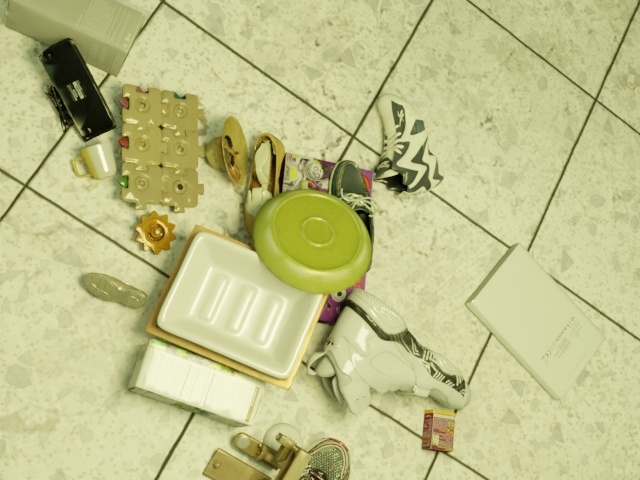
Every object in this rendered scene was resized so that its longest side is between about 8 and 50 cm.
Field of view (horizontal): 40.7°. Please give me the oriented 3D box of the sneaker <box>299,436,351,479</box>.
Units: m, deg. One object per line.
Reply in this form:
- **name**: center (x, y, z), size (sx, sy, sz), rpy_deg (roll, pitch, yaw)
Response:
- **sneaker**: center (-0.035, 0.508, 1.625), size (0.121, 0.112, 0.299), rpy_deg (33, 68, 5)

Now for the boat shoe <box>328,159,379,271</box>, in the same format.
- **boat shoe**: center (0.069, -0.053, 1.789), size (0.095, 0.079, 0.254), rpy_deg (5, 74, -16)

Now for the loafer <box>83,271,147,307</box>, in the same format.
- **loafer**: center (-0.391, 0.093, 1.644), size (0.125, 0.039, 0.045), rpy_deg (24, 103, -12)

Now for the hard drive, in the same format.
- **hard drive**: center (0.496, 0.184, 1.977), size (0.307, 0.040, 0.203), rpy_deg (46, 66, -6)

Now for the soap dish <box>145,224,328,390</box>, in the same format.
- **soap dish**: center (-0.153, 0.130, 1.651), size (0.291, 0.118, 0.228), rpy_deg (23, 73, -1)

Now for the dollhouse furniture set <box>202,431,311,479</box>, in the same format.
- **dollhouse furniture set**: center (-0.120, 0.415, 1.595), size (0.123, 0.151, 0.144), rpy_deg (33, 81, -11)

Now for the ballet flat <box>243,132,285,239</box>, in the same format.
- **ballet flat**: center (-0.124, -0.114, 1.772), size (0.080, 0.073, 0.232), rpy_deg (-1, 71, 15)

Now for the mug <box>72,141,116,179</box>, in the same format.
- **mug**: center (-0.432, -0.150, 1.676), size (0.062, 0.078, 0.064), rpy_deg (-26, 98, -57)

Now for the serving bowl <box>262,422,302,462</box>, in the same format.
- **serving bowl**: center (-0.071, 0.402, 1.702), size (0.083, 0.027, 0.083), rpy_deg (5, 77, -21)

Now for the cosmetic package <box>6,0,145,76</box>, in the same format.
- **cosmetic package**: center (-0.479, -0.428, 1.677), size (0.238, 0.127, 0.107), rpy_deg (26, 69, -17)

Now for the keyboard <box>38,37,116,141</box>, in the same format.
- **keyboard**: center (-0.482, -0.288, 1.676), size (0.100, 0.038, 0.192), rpy_deg (-26, 106, -5)

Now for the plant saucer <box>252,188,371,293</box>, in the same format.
- **plant saucer**: center (-0.010, -0.010, 1.662), size (0.241, 0.037, 0.240), rpy_deg (10, 54, -14)

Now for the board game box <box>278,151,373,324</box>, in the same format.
- **board game box**: center (0.000, 0.000, 1.817), size (0.208, 0.056, 0.346), rpy_deg (11, 74, -24)

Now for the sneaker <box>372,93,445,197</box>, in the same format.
- **sneaker**: center (0.161, -0.199, 1.900), size (0.153, 0.094, 0.234), rpy_deg (-31, 101, -34)

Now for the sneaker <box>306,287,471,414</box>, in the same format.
- **sneaker**: center (0.137, 0.280, 1.763), size (0.366, 0.137, 0.210), rpy_deg (44, 80, -23)

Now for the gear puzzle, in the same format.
- **gear puzzle**: center (-0.321, -0.137, 1.722), size (0.176, 0.044, 0.338), rpy_deg (4, 80, -30)

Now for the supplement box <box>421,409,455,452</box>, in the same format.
- **supplement box**: center (0.250, 0.403, 1.824), size (0.055, 0.043, 0.083), rpy_deg (14, 72, -19)

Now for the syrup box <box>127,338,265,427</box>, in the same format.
- **syrup box**: center (-0.233, 0.273, 1.630), size (0.237, 0.093, 0.096), rpy_deg (22, 70, -16)

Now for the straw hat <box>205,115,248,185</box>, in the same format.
- **straw hat**: center (-0.201, -0.179, 1.763), size (0.061, 0.144, 0.144), rpy_deg (-6, 77, 17)
